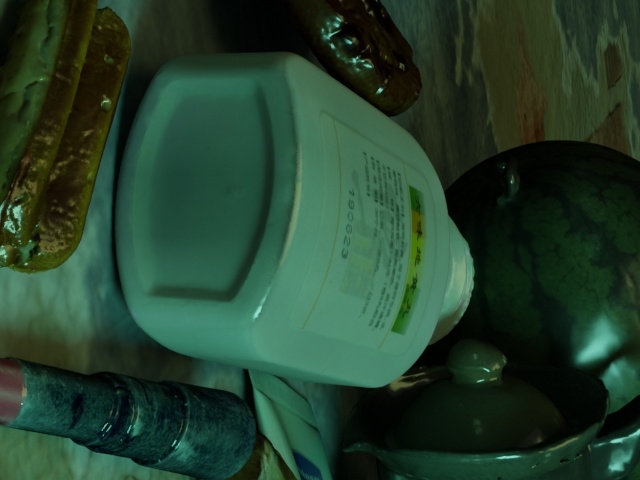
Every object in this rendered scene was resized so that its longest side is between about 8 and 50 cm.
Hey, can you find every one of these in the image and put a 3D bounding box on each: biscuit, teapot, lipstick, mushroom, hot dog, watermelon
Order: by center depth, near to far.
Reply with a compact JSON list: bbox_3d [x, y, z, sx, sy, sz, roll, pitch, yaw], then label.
[{"bbox_3d":[-0.135,-0.057,0.720,0.071,0.045,0.165,57,37,-52],"label":"hot dog"},{"bbox_3d":[-0.110,0.090,0.751,0.234,0.053,0.053,26,63,-62],"label":"lipstick"},{"bbox_3d":[-0.055,0.203,0.861,0.060,0.061,0.187,55,43,-59],"label":"mushroom"},{"bbox_3d":[0.009,-0.166,0.986,0.192,0.049,0.192,54,11,-16],"label":"biscuit"},{"bbox_3d":[0.152,0.203,1.006,0.223,0.305,0.285,-36,123,-59],"label":"teapot"},{"bbox_3d":[0.206,0.070,1.201,0.359,0.279,0.279,63,32,-25],"label":"watermelon"}]

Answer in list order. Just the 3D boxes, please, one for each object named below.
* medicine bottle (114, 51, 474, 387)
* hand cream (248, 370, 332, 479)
[{"bbox_3d":[0.000,0.000,0.932,0.324,0.124,0.179,21,72,-63],"label":"medicine bottle"},{"bbox_3d":[0.002,0.238,0.924,0.109,0.067,0.321,43,29,-59],"label":"hand cream"}]
